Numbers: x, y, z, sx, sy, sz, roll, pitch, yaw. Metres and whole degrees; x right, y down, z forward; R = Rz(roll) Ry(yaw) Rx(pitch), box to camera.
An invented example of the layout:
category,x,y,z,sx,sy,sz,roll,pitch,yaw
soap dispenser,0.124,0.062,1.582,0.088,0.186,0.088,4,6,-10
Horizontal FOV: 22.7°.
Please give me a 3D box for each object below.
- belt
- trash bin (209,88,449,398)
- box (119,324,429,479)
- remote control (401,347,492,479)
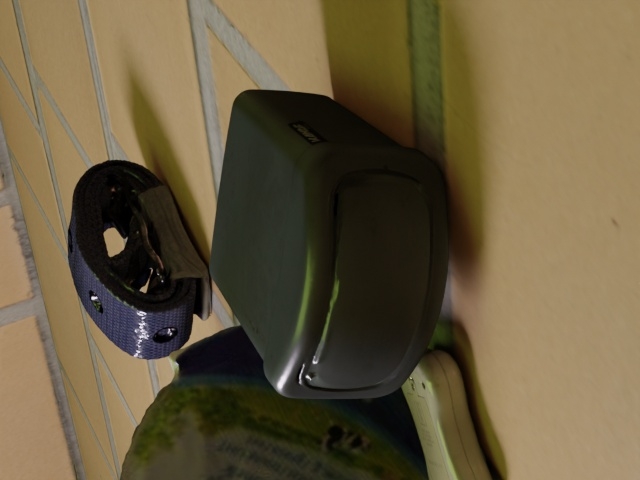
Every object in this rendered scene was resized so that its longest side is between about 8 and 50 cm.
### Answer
category,x,y,z,sx,sy,sz,roll,pitch,yaw
belt,-0.211,0.013,1.825,0.126,0.139,0.230,101,149,-49
trash bin,0.000,0.000,1.103,0.236,0.101,0.177,-132,46,-62
box,-0.034,0.180,1.301,0.206,0.262,0.291,137,153,-84
remote control,0.090,0.135,1.131,0.074,0.032,0.122,-177,70,-73
